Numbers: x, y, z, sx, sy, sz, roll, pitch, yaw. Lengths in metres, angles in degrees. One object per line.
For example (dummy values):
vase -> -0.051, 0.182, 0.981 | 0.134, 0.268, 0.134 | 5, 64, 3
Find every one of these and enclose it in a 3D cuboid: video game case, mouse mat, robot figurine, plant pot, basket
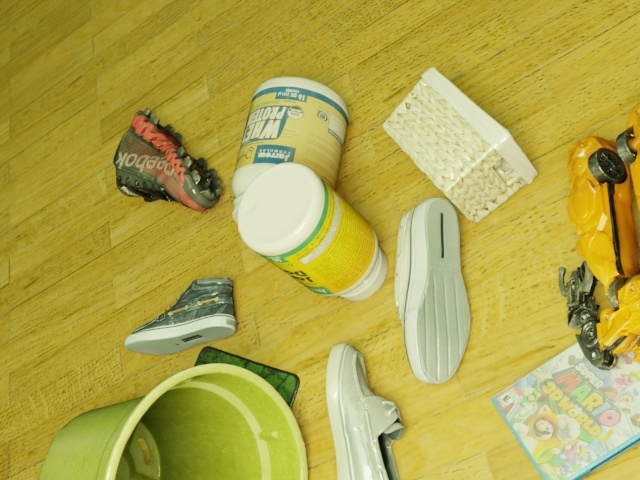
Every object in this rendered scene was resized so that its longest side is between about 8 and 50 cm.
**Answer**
video game case -> 0.277, 0.166, 0.800 | 0.166, 0.015, 0.119 | -34, 49, 4
mouse mat -> -0.124, 0.234, 1.057 | 0.190, 0.007, 0.152 | 10, 72, 38
robot figurine -> 0.334, -0.009, 0.786 | 0.211, 0.085, 0.291 | -43, 37, 53
plant pot -> -0.200, 0.293, 0.933 | 0.254, 0.276, 0.276 | -13, 59, 44
basket -> 0.171, -0.117, 0.973 | 0.103, 0.113, 0.167 | -44, 50, 9

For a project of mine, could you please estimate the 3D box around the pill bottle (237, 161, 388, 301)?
pill bottle -> 0.000, 0.000, 0.962 | 0.118, 0.208, 0.117 | -15, 59, 27

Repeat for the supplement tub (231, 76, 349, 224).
supplement tub -> -0.044, -0.113, 1.092 | 0.144, 0.144, 0.199 | -4, 65, 32

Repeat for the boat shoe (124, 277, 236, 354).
boat shoe -> -0.204, 0.112, 1.140 | 0.183, 0.065, 0.083 | -15, 58, 19

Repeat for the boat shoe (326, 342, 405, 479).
boat shoe -> 0.061, 0.225, 0.900 | 0.081, 0.079, 0.227 | -15, 63, 16

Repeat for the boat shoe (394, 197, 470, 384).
boat shoe -> 0.130, 0.063, 0.941 | 0.076, 0.083, 0.226 | -26, 53, 59

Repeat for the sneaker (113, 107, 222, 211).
sneaker -> -0.260, -0.106, 1.265 | 0.135, 0.097, 0.276 | -49, 48, 2
